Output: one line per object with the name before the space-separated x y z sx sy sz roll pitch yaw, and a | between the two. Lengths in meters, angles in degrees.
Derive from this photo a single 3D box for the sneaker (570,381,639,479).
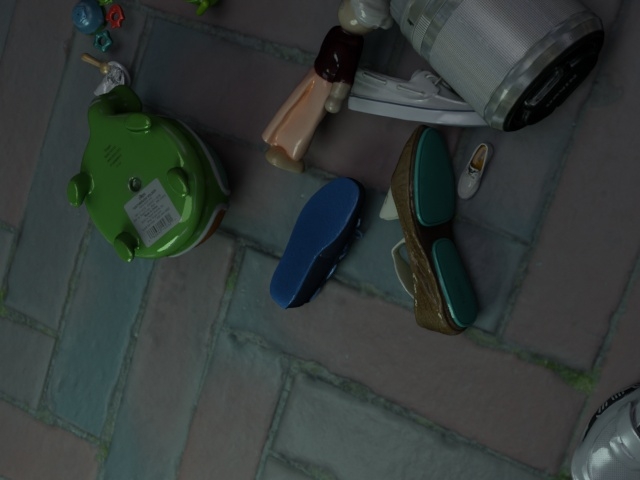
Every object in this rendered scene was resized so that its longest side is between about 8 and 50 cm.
sneaker | 0.488 0.257 1.428 0.366 0.210 0.137 -45 74 19

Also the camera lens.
camera lens | 0.266 -0.317 1.504 0.219 0.219 0.274 -47 73 19

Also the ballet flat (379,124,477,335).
ballet flat | 0.163 -0.011 1.638 0.124 0.116 0.343 -13 90 44

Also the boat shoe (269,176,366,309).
boat shoe | 0.000 0.000 1.716 0.109 0.089 0.258 50 116 29

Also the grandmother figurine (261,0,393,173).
grandmother figurine | 0.014 -0.274 1.638 0.342 0.104 0.208 -59 30 26

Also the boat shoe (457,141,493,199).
boat shoe | 0.247 -0.113 1.621 0.035 0.035 0.100 32 104 20

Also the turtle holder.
turtle holder | -0.303 -0.111 1.771 0.320 0.227 0.243 29 104 22

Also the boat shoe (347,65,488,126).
boat shoe | 0.163 -0.235 1.623 0.258 0.095 0.084 12 100 23

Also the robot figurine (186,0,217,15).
robot figurine | -0.218 -0.452 1.779 0.067 0.115 0.101 -25 82 23

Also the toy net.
toy net | -0.399 -0.365 1.908 0.122 0.045 0.232 -23 84 22
